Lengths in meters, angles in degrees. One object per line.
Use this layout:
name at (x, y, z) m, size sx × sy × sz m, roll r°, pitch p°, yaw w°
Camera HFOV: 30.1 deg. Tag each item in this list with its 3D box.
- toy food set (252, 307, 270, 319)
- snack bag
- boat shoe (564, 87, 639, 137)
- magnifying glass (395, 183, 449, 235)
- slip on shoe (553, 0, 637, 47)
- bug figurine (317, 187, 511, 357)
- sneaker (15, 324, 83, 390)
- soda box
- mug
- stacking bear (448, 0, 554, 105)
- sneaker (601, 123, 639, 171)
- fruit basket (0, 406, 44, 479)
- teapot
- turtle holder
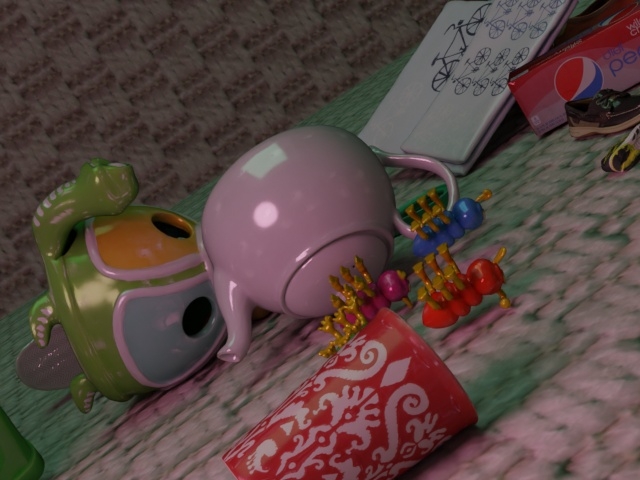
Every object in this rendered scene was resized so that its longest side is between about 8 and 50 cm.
toy food set at (-0.061, 0.063, 1.639) m, size 0.132 × 0.038 × 0.192 m, roll -45°, pitch 2°, yaw -27°
snack bag at (0.211, -0.258, 1.849) m, size 0.323 × 0.037 × 0.342 m, roll -57°, pitch 29°, yaw -6°
boat shoe at (0.351, -0.161, 1.463) m, size 0.056 × 0.049 × 0.152 m, roll -37°, pitch 12°, yaw -27°
magnifying glass at (0.082, -0.014, 1.630) m, size 0.231 × 0.026 × 0.092 m, roll -30°, pitch 11°, yaw 13°
slip on shoe at (0.508, -0.384, 1.875) m, size 0.331 × 0.101 × 0.123 m, roll -31°, pitch 9°, yaw 1°
bug figurine at (0.096, 0.045, 1.214) m, size 0.216 × 0.072 × 0.279 m, roll -36°, pitch 14°, yaw 14°
sneaker at (-0.377, 0.161, 1.952) m, size 0.292 × 0.108 × 0.169 m, roll -27°, pitch 6°, yaw -28°
soda box at (0.390, -0.247, 1.620) m, size 0.263 × 0.092 × 0.083 m, roll -29°, pitch 11°, yaw 19°
mug at (0.025, 0.157, 0.914) m, size 0.169 × 0.150 × 0.113 m, roll -38°, pitch 48°, yaw -10°
stacking bear at (0.298, -0.297, 1.949) m, size 0.164 × 0.175 × 0.289 m, roll -56°, pitch 19°, yaw 9°
sneaker at (0.336, -0.103, 1.301) m, size 0.083 × 0.031 × 0.035 m, roll -37°, pitch 12°, yaw -24°
fruit basket at (-0.538, 0.263, 1.487) m, size 0.392 × 0.392 × 0.283 m, roll -19°, pitch 21°, yaw 50°
teapot at (0.000, 0.000, 1.397) m, size 0.252 × 0.187 × 0.256 m, roll -4°, pitch -43°, yaw -42°
turtle holder at (-0.244, 0.043, 1.537) m, size 0.227 × 0.320 × 0.243 m, roll -17°, pitch 10°, yaw 4°
